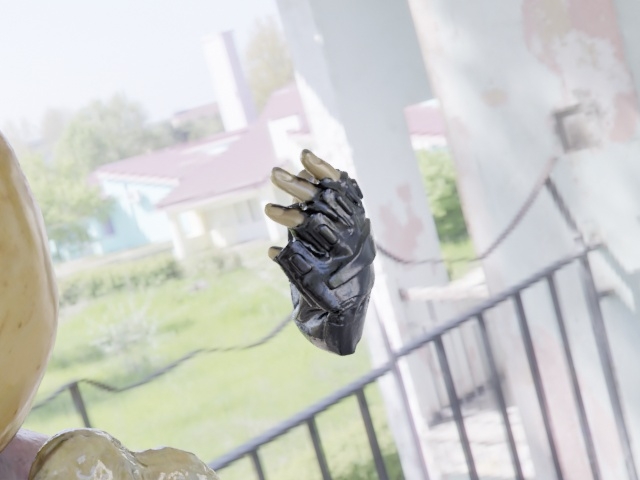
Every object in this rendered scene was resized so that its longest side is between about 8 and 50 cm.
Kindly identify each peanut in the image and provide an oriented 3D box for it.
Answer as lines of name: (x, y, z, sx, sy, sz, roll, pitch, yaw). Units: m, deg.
peanut: (-0.118, 0.168, 0.751, 0.080, 0.080, 0.174, -9, -31, 38)

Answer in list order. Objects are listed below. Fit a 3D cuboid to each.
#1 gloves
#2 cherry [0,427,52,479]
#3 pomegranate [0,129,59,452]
gloves: (0.000, 0.000, 1.222, 0.124, 0.203, 0.164, -5, 33, -10)
cherry: (-0.303, 0.267, 0.885, 0.307, 0.261, 0.221, -34, 21, -20)
pomegranate: (-0.331, 0.028, 0.695, 0.338, 0.338, 0.338, -15, 8, 2)
